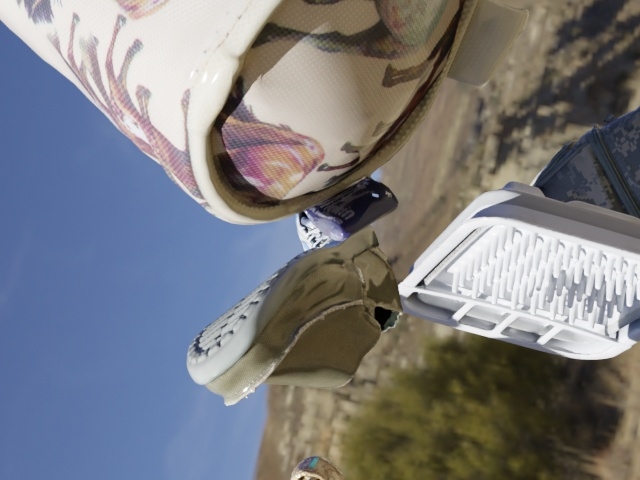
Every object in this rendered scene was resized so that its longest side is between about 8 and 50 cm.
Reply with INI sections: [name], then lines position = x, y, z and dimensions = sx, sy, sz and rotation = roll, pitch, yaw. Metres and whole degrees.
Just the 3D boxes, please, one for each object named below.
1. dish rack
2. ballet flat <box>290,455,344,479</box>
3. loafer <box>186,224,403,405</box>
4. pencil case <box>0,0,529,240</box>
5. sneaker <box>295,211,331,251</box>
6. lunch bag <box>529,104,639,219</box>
[dish rack]
position = 0.250, 0.034, 1.362
dimensions = 0.333, 0.285, 0.072
rotation = 126, 159, -67
[ballet flat]
position = -0.015, 0.311, 1.188
dimensions = 0.067, 0.073, 0.206
rotation = 38, -129, -76
[loafer]
position = 0.000, 0.056, 0.836
dimensions = 0.094, 0.087, 0.251
rotation = -38, -3, 28
[pencil case]
position = -0.104, -0.170, 0.601
dimensions = 0.183, 0.410, 0.160
rotation = 2, -58, -52
[sneaker]
position = 0.000, 0.000, 1.306
dimensions = 0.135, 0.052, 0.058
rotation = -121, 8, -48
[lunch bag]
position = 0.407, -0.044, 1.718
dimensions = 0.213, 0.256, 0.305
rotation = 61, -162, 10
